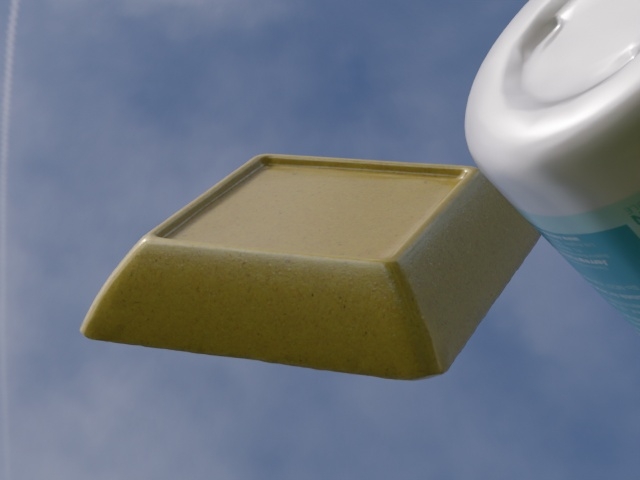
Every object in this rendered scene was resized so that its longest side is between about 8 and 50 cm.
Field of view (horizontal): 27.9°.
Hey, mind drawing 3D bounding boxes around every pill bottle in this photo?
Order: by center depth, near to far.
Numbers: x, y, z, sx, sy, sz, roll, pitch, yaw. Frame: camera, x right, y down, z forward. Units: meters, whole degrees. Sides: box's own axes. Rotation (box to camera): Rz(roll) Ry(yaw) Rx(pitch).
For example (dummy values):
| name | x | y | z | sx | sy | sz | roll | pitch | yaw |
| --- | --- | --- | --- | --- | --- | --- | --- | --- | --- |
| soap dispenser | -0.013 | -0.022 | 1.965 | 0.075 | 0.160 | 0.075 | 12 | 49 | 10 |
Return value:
| name | x | y | z | sx | sy | sz | roll | pitch | yaw |
| --- | --- | --- | --- | --- | --- | --- | --- | --- | --- |
| pill bottle | 0.197 | -0.007 | 0.578 | 0.146 | 0.146 | 0.264 | -45 | -64 | 8 |

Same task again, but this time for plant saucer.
| name | x | y | z | sx | sy | sz | roll | pitch | yaw |
| --- | --- | --- | --- | --- | --- | --- | --- | --- | --- |
| plant saucer | 0.000 | 0.000 | 1.163 | 0.332 | 0.333 | 0.081 | 4 | -66 | 24 |
